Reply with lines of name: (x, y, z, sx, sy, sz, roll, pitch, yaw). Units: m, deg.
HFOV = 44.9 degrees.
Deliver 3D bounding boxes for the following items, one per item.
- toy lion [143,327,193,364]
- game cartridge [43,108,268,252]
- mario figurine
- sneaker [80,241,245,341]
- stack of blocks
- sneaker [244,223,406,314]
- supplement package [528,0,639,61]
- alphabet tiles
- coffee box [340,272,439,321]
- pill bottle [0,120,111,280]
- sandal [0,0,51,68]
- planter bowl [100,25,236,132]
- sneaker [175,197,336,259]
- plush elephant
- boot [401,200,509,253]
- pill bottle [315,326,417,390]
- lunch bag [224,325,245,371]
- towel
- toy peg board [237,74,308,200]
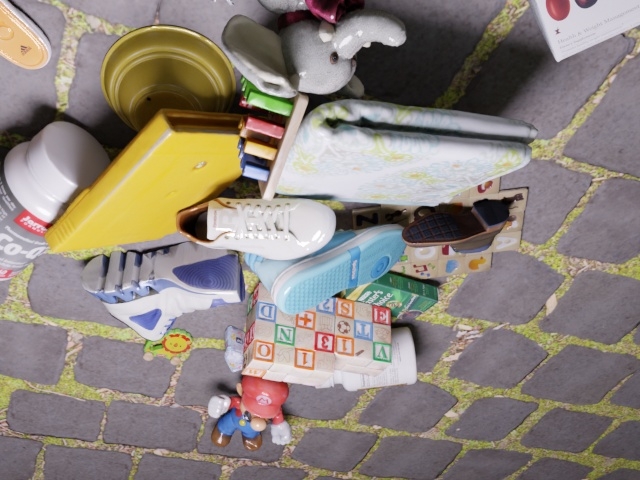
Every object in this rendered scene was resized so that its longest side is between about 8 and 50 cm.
toy lion: (-0.340, 0.233, 1.739, 0.100, 0.034, 0.096, 12, 127, -18)
game cartridge: (-0.257, -0.096, 1.279, 0.323, 0.053, 0.285, -37, 167, 28)
mario figurine: (-0.169, 0.435, 1.860, 0.198, 0.170, 0.321, -23, 156, -34)
sneaker: (-0.300, 0.108, 1.556, 0.315, 0.128, 0.182, -2, 140, 5)
stack of blocks: (-0.004, 0.207, 1.603, 0.297, 0.171, 0.087, 12, 148, -16)
sneaker: (0.000, 0.000, 1.470, 0.318, 0.208, 0.127, -20, 136, -34)
supplement package: (0.373, -0.401, 1.070, 0.194, 0.149, 0.203, -23, 135, 17)
alphabet tiles: (0.237, -0.021, 1.552, 0.342, 0.011, 0.285, -7, 136, 1)
coffee box: (0.145, 0.117, 1.650, 0.184, 0.041, 0.113, 17, 144, -22)
pill bottle: (-0.493, -0.065, 1.310, 0.283, 0.161, 0.161, -34, 130, 27)
sandal: (-0.499, -0.326, 1.098, 0.102, 0.076, 0.265, -32, 131, 25)
planter bowl: (-0.243, -0.222, 1.228, 0.217, 0.090, 0.217, -3, 137, -3)
sneaker: (-0.120, -0.021, 1.324, 0.290, 0.106, 0.123, -3, 173, 27)
plush elephant: (-0.001, -0.313, 1.023, 0.330, 0.272, 0.256, -22, 94, 36)
boot: (0.256, -0.002, 1.493, 0.219, 0.082, 0.106, -12, 143, -12)
pill bottle: (0.097, 0.273, 1.755, 0.229, 0.131, 0.131, -6, 137, 0)
lunch bag: (-0.188, 0.242, 1.732, 0.053, 0.071, 0.083, -14, 135, 6)
towel: (0.110, -0.136, 1.245, 0.374, 0.090, 0.320, 2, 168, -20)
toy peg board: (-0.091, -0.170, 1.144, 0.079, 0.161, 0.161, 15, 113, -17)
